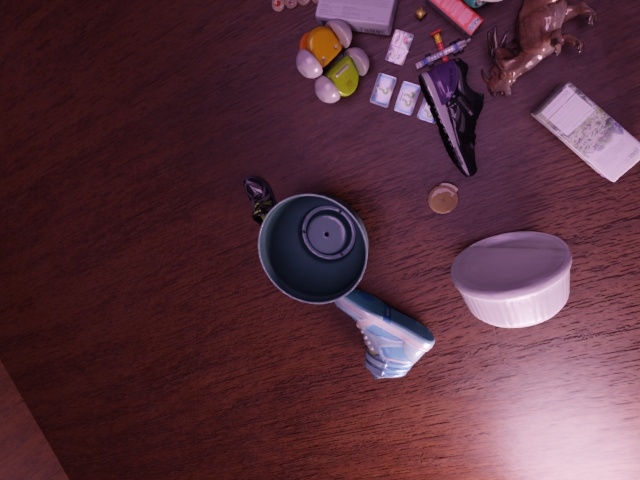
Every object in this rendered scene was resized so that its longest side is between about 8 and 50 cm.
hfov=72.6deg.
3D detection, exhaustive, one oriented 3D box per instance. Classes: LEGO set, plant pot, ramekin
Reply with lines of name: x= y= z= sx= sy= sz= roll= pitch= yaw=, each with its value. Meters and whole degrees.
LEGO set: x=0.246 y=-0.435 z=1.077 sx=0.182 sy=0.060 sz=0.244 roll=21 pitch=110 yaw=6
plant pot: x=0.000 y=0.000 z=1.198 sx=0.293 sy=0.196 sz=0.293 roll=4 pitch=107 yaw=14
ramekin: x=0.468 y=0.096 z=1.061 sx=0.272 sy=0.273 sz=0.127 roll=-16 pitch=113 yaw=20

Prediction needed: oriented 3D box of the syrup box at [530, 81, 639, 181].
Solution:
syrup box: x=0.612 y=-0.250 z=0.999 sx=0.237 sy=0.096 sz=0.093 roll=42 pitch=114 yaw=1

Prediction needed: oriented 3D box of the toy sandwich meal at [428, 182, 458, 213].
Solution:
toy sandwich meal: x=0.327 y=-0.114 z=1.161 sx=0.085 sy=0.029 sz=0.086 roll=6 pitch=112 yaw=15

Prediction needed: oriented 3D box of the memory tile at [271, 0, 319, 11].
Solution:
memory tile: x=-0.064 y=-0.663 z=1.125 sx=0.148 sy=0.012 sz=0.113 roll=-2 pitch=105 yaw=17

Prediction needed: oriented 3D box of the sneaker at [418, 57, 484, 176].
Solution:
sneaker: x=0.348 y=-0.293 z=1.052 sx=0.124 sy=0.107 sz=0.283 roll=-24 pitch=110 yaw=12

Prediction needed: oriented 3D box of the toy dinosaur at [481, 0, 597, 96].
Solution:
toy dinosaur: x=0.477 y=-0.482 z=0.969 sx=0.200 sy=0.127 sz=0.296 roll=26 pitch=97 yaw=45

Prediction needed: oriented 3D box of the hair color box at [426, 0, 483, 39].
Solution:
hair color box: x=0.312 y=-0.537 z=1.018 sx=0.141 sy=0.072 sz=0.043 roll=42 pitch=112 yaw=0

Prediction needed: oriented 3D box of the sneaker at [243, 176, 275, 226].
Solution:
sneaker: x=-0.172 y=-0.100 z=1.284 sx=0.067 sy=0.078 sz=0.188 roll=-21 pitch=98 yaw=21

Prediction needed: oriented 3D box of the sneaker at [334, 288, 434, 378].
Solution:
sneaker: x=0.147 y=0.287 z=1.277 sx=0.319 sy=0.127 sz=0.208 roll=30 pitch=110 yaw=7

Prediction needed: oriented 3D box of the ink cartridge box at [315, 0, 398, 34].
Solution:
ink cartridge box: x=0.106 y=-0.640 z=1.073 sx=0.189 sy=0.066 sz=0.232 roll=14 pitch=88 yaw=13

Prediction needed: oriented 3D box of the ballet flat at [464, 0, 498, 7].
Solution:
ballet flat: x=0.426 y=-0.577 z=0.948 sx=0.247 sy=0.083 sz=0.087 roll=-22 pitch=76 yaw=9

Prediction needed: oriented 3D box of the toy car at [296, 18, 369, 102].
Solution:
toy car: x=0.018 y=-0.447 z=1.098 sx=0.159 sy=0.136 sz=0.182 roll=-47 pitch=120 yaw=-7
